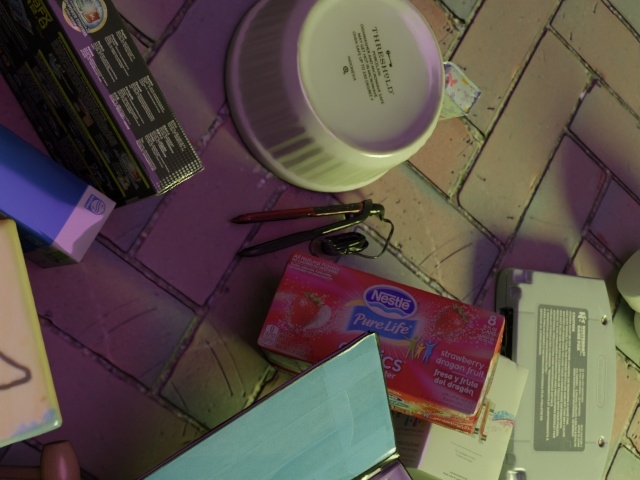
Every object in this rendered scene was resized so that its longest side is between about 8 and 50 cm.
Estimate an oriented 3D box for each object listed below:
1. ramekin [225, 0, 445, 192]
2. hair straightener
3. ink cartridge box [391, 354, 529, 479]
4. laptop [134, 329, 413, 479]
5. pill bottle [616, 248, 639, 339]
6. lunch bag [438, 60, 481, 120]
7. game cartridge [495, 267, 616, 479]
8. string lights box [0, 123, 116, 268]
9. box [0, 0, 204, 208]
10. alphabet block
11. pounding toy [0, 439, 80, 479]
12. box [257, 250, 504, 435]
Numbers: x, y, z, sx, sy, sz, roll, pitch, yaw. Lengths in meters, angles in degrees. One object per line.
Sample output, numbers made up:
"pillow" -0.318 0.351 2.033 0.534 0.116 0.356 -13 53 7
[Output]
"ramekin" 0.030 -0.197 1.264 0.273 0.127 0.273 3 84 -30
"hair straightener" 0.000 0.000 1.282 0.230 0.047 0.089 -8 90 -36
"ink cartridge box" 0.156 0.217 1.299 0.127 0.128 0.176 29 71 -25
"laptop" -0.018 0.372 1.055 0.382 0.236 0.408 -31 86 -15
"pill bottle" 0.575 0.138 1.534 0.301 0.169 0.169 47 65 -19
"lunch bag" 0.158 -0.202 1.374 0.083 0.071 0.053 44 69 -22
"game cartridge" 0.330 0.193 1.451 0.196 0.060 0.294 8 82 -27
"string lights box" -0.346 -0.074 1.024 0.259 0.133 0.077 36 69 -23
"box" -0.247 -0.161 1.044 0.060 0.216 0.270 -35 102 -29
"alphabet block" -0.372 0.099 0.958 0.192 0.193 0.197 -13 92 -32
"pounding toy" -0.346 0.299 0.984 0.269 0.155 0.154 -16 82 0
"box" 0.072 0.119 1.184 0.257 0.128 0.123 17 73 13
